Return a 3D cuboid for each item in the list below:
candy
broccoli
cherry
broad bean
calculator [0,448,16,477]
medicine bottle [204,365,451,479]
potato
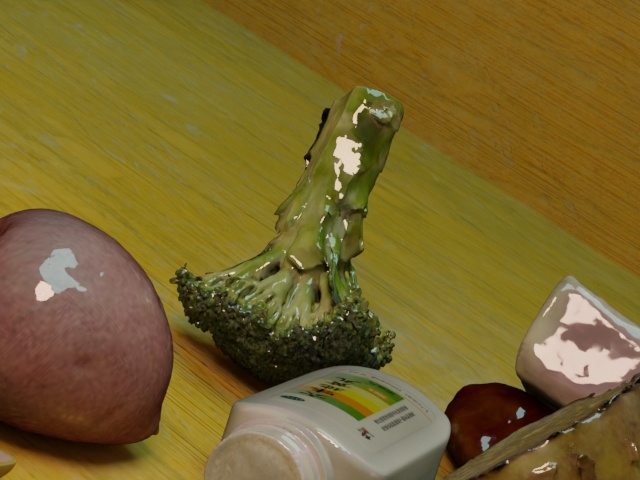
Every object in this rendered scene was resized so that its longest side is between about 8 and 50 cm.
[{"bbox_3d":[0.362,0.187,2.117,0.208,0.145,0.358,34,-7,18],"label":"candy"},{"bbox_3d":[0.020,0.009,1.995,0.252,0.361,0.221,37,-10,15],"label":"broccoli"},{"bbox_3d":[-0.241,0.083,1.628,0.239,0.206,0.239,18,7,-2],"label":"cherry"},{"bbox_3d":[0.228,0.248,1.984,0.156,0.122,0.228,20,14,-28],"label":"broad bean"},{"bbox_3d":[-0.382,0.178,1.436,0.237,0.033,0.157,22,18,-4],"label":"calculator"},{"bbox_3d":[0.003,0.217,1.737,0.179,0.124,0.324,25,17,21],"label":"medicine bottle"},{"bbox_3d":[0.266,0.299,1.716,0.289,0.301,0.237,-26,84,-31],"label":"potato"}]
